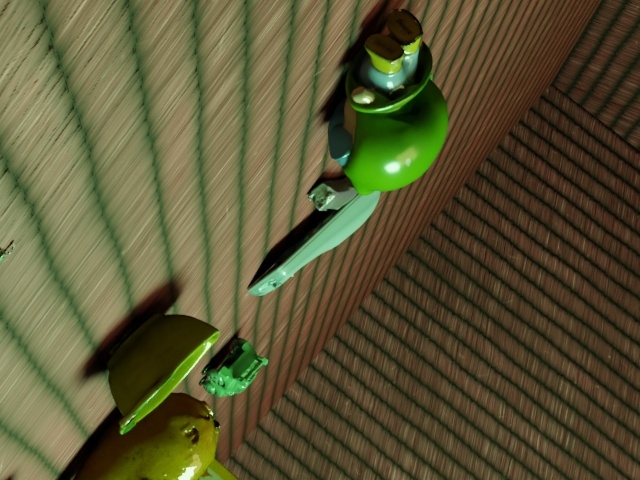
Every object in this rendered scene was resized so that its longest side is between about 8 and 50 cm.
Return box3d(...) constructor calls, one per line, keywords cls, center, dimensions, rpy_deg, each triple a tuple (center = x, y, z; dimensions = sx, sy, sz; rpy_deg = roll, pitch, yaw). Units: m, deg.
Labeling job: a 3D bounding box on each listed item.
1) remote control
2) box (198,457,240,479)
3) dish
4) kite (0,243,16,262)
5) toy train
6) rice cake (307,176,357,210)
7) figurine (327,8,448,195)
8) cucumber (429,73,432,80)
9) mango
box3d(cls="remote control", center=(-0.001, -0.001, 1.867), dimensions=(0.293, 0.051, 0.103), rpy_deg=(-39, -178, -42))
box3d(cls="box", center=(-0.281, 0.443, 1.795), dimensions=(0.283, 0.214, 0.259), rpy_deg=(-49, 169, -18))
box3d(cls="dish", center=(-0.202, 0.144, 1.372), dimensions=(0.149, 0.080, 0.208), rpy_deg=(-52, 174, 34))
box3d(cls="kite", center=(-0.321, 0.095, 0.762), dimensions=(0.267, 0.013, 0.323), rpy_deg=(-56, 171, 35))
box3d(cls="toy train", center=(-0.151, 0.233, 2.021), dimensions=(0.099, 0.081, 0.149), rpy_deg=(-47, 171, -27))
box3d(cls="rice cake", center=(0.025, -0.074, 1.773), dimensions=(0.047, 0.036, 0.207), rpy_deg=(-39, 175, 13))
box3d(cls="figurine", center=(0.082, -0.161, 1.401), dimensions=(0.162, 0.143, 0.263), rpy_deg=(-53, 163, -27))
box3d(cls="cucumber", center=(0.089, -0.182, 1.584), dimensions=(0.187, 0.058, 0.058), rpy_deg=(-48, 171, -22))
box3d(cls="mango", center=(-0.256, 0.316, 1.631), dimensions=(0.249, 0.151, 0.156), rpy_deg=(-43, -148, -2))
